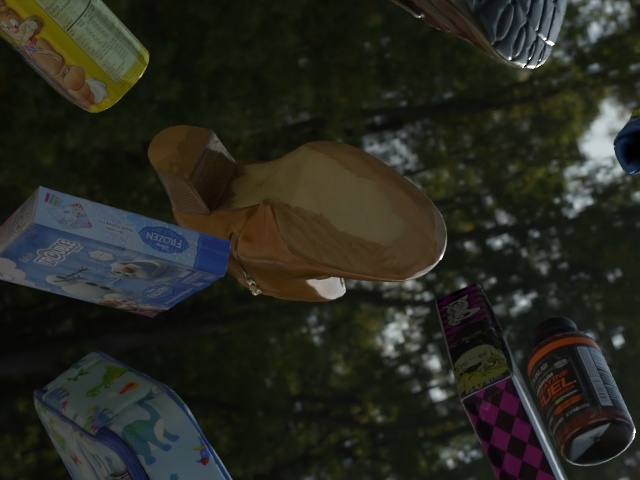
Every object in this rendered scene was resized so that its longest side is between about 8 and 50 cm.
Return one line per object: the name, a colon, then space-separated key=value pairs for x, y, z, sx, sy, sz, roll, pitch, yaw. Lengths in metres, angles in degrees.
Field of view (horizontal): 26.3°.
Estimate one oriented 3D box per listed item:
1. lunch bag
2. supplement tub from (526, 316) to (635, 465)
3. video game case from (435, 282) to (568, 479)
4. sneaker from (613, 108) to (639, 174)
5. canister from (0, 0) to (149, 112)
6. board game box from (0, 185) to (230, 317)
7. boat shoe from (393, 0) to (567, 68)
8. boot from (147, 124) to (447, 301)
lunch bag: x=-0.157 y=0.200 z=1.203 sx=0.219 sy=0.090 sz=0.176 roll=16 pitch=-43 yaw=56
supplement tub: x=0.338 y=0.195 z=1.830 sx=0.197 sy=0.106 sz=0.106 roll=-106 pitch=-167 yaw=-45
video game case: x=0.146 y=0.162 z=0.932 sx=0.210 sy=0.042 sz=0.232 roll=-88 pitch=153 yaw=-75
sneaker: x=0.413 y=-0.131 z=1.763 sx=0.091 sy=0.126 sz=0.240 roll=67 pitch=-15 yaw=5
canister: x=-0.212 y=-0.177 z=0.984 sx=0.170 sy=0.073 sz=0.126 roll=47 pitch=-9 yaw=-38
board game box: x=-0.101 y=0.008 z=0.629 sx=0.090 sy=0.090 sz=0.020 roll=-30 pitch=-133 yaw=58
boat shoe: x=0.089 y=-0.230 z=1.057 sx=0.120 sy=0.324 sz=0.122 roll=20 pitch=-93 yaw=36
boot: x=-0.001 y=0.001 z=1.191 sx=0.295 sy=0.104 sz=0.211 roll=20 pitch=-19 yaw=28
